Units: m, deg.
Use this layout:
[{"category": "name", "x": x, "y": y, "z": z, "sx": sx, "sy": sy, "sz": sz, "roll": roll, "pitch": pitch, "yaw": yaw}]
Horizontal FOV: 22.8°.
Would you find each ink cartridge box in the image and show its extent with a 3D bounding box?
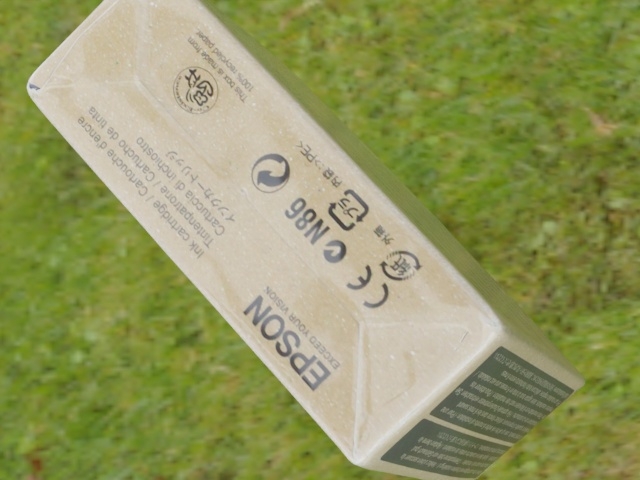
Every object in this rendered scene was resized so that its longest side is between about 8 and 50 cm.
[{"category": "ink cartridge box", "x": 0.000, "y": 0.000, "z": 0.733, "sx": 0.088, "sy": 0.193, "sz": 0.234, "roll": -45, "pitch": 68, "yaw": 5}]
